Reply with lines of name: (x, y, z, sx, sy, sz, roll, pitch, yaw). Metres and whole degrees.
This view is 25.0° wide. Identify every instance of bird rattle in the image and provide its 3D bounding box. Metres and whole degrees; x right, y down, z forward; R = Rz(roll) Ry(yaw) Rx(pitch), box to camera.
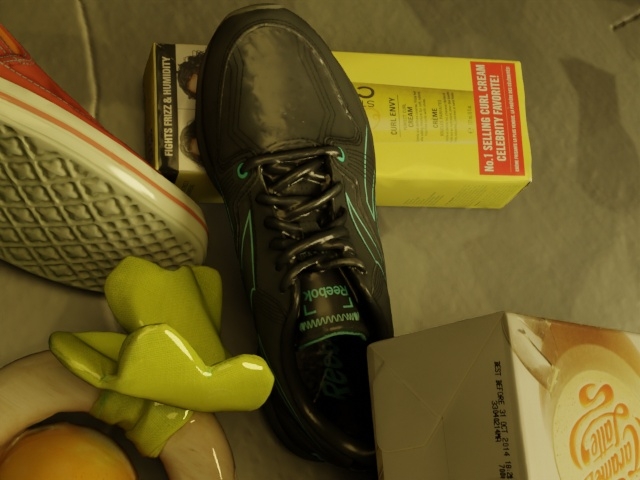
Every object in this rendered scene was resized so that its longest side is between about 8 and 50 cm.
bird rattle: (-0.101, 0.140, 0.769, 0.207, 0.143, 0.253, -7, 107, 6)

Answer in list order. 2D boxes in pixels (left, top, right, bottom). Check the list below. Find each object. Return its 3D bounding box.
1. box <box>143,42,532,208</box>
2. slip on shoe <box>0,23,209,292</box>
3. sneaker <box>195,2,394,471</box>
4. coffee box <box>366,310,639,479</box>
box: (0.009, -0.068, 0.884, 0.232, 0.058, 0.087, 2, 74, -14)
slip on shoe: (-0.197, -0.083, 0.791, 0.331, 0.123, 0.101, 34, 46, -15)
sneaker: (0.000, 0.000, 0.794, 0.101, 0.106, 0.267, -15, 99, -9)
coffee box: (0.147, 0.125, 0.783, 0.246, 0.098, 0.141, 12, 68, -44)
